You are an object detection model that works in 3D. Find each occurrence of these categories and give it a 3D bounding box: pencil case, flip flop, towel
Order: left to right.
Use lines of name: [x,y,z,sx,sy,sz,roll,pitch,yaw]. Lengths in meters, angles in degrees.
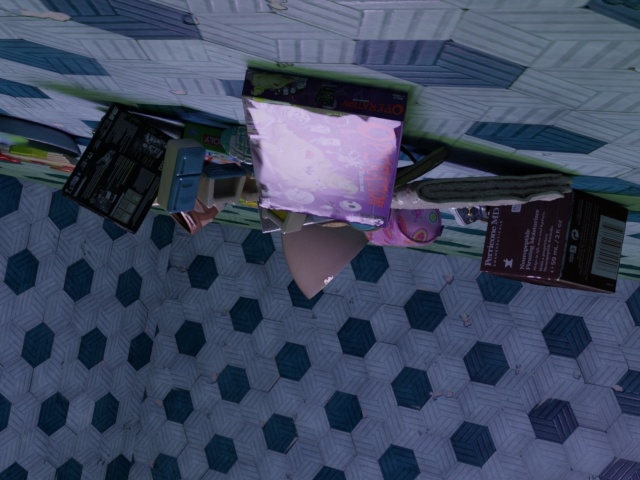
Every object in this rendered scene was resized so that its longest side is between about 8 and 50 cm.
flip flop: [0.077,-0.119,1.494,0.277,0.080,0.112,-7,-167,39]
pencil case: [0.190,-0.047,2.185,0.124,0.124,0.284,11,176,-15]
towel: [0.257,-0.078,1.536,0.282,0.049,0.187,-3,179,-15]

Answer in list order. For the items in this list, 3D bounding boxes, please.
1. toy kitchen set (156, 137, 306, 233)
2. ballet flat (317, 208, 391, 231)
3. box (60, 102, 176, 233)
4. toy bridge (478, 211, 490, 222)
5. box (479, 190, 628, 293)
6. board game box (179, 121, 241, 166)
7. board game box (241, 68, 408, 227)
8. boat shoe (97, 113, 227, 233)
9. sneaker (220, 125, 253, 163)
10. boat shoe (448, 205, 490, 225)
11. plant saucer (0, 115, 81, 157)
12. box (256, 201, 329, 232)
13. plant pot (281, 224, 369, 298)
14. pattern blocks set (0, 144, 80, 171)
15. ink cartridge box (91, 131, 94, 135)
toy kitchen set: [-0.142,-0.091,1.581,0.207,0.122,0.166,-11,-143,-40]
ballet flat: [0.083,-0.085,2.033,0.123,0.123,0.348,12,176,-28]
box: [-0.343,-0.123,1.613,0.147,0.180,0.077,29,172,-11]
toy bridge: [0.423,-0.055,2.099,0.063,0.026,0.188,14,175,-38]
box: [0.442,0.001,1.754,0.167,0.169,0.203,12,176,-35]
board game box: [-0.173,-0.167,1.818,0.213,0.046,0.317,10,177,-11]
board game box: [0.006,-0.117,1.295,0.208,0.056,0.347,6,159,3]
boat shoe: [-0.309,-0.118,1.769,0.123,0.116,0.324,26,167,49]
sneaker: [-0.093,-0.159,1.615,0.166,0.065,0.076,14,-176,-4]
boat shoe: [0.323,-0.063,1.908,0.083,0.065,0.183,10,176,22]
plant saucer: [-0.706,-0.245,2.121,0.317,0.044,0.317,9,176,1]
box: [-0.034,-0.081,1.821,0.114,0.103,0.203,-11,-179,23]
plant pot: [0.000,0.000,2.628,0.191,0.284,0.284,45,175,-1]
pattern blocks set: [-0.657,-0.196,2.194,0.324,0.026,0.285,10,177,-3]
ink cartridge box: [-0.363,-0.170,1.978,0.232,0.066,0.189,36,-176,-30]
